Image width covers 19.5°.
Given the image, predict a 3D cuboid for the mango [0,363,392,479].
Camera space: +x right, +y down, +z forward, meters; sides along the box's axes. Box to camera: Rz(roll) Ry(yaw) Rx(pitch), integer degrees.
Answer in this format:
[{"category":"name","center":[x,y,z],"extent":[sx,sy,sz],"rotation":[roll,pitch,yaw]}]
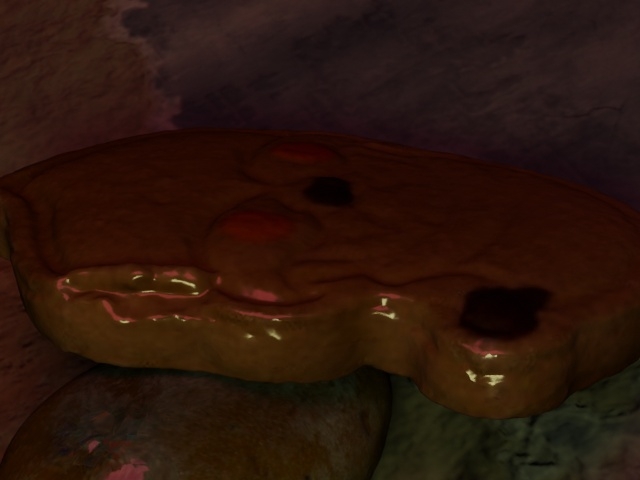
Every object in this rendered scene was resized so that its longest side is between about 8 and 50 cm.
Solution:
[{"category":"mango","center":[-0.067,0.131,1.132],"extent":[0.193,0.146,0.316],"rotation":[21,38,30]}]

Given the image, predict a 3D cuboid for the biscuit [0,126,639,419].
[{"category":"biscuit","center":[0.000,-0.001,1.207],"extent":[0.455,0.078,0.350],"rotation":[7,18,11]}]
